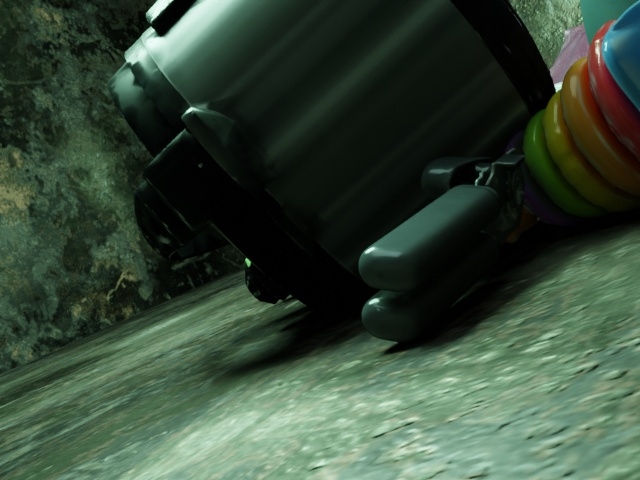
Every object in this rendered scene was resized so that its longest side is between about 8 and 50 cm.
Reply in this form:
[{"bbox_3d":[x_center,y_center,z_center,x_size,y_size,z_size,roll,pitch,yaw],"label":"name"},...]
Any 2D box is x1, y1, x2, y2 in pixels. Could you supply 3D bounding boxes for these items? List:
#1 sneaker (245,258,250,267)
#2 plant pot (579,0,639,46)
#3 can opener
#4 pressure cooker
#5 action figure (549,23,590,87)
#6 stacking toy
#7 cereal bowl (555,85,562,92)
[{"bbox_3d":[0.078,-0.070,1.543,0.483,0.185,0.202,-24,-1,-28],"label":"sneaker"},{"bbox_3d":[0.388,-0.230,0.927,0.271,0.255,0.271,-4,18,1],"label":"plant pot"},{"bbox_3d":[0.093,-0.008,0.731,0.095,0.076,0.283,8,23,31],"label":"can opener"},{"bbox_3d":[-0.015,-0.131,0.979,0.420,0.370,0.375,-43,44,7],"label":"pressure cooker"},{"bbox_3d":[0.495,-0.316,1.452,0.275,0.248,0.370,-30,-4,-29],"label":"action figure"},{"bbox_3d":[0.239,-0.073,0.855,0.175,0.166,0.302,-36,-3,-43],"label":"stacking toy"},{"bbox_3d":[0.235,-0.117,1.345,0.339,0.141,0.339,-15,12,3],"label":"cereal bowl"}]
